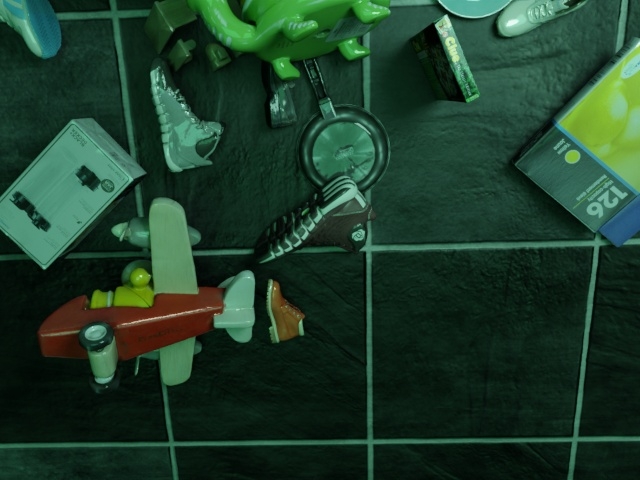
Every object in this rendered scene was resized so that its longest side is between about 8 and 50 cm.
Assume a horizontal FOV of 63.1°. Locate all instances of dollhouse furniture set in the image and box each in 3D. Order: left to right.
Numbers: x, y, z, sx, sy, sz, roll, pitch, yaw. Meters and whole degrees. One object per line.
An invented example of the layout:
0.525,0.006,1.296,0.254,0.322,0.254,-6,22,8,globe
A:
-0.236,-0.404,1.034,0.151,0.123,0.144,-36,105,-25,dollhouse furniture set

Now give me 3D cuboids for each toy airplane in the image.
-0.323,0.125,1.092,0.386,0.272,0.384,-47,137,4,toy airplane

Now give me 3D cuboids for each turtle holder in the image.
-0.050,-0.428,0.918,0.320,0.243,0.228,-19,90,12,turtle holder

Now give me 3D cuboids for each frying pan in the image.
0.049,-0.243,1.064,0.197,0.053,0.326,1,109,1,frying pan

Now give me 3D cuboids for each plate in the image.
0.295,-0.520,0.986,0.188,0.024,0.188,0,105,1,plate

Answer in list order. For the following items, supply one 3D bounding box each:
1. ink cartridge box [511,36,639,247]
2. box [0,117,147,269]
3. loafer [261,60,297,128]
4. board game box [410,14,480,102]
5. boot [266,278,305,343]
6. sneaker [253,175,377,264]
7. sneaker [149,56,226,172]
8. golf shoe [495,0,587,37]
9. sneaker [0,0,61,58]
0.597,-0.168,1.014,0.307,0.072,0.304,38,116,-3,ink cartridge box
-0.533,-0.098,1.098,0.290,0.087,0.169,-42,101,12,box
-0.082,-0.312,1.045,0.061,0.062,0.170,-9,110,-19,loafer
0.214,-0.313,0.925,0.030,0.260,0.136,-28,104,9,board game box
-0.080,0.154,1.176,0.084,0.059,0.158,-8,114,1,boot
0.000,0.000,1.107,0.281,0.106,0.162,-34,123,25,sneaker
-0.260,-0.255,1.056,0.132,0.086,0.229,-5,116,-2,sneaker
0.418,-0.438,0.975,0.176,0.086,0.069,-24,106,10,golf shoe
-0.588,-0.453,1.007,0.092,0.087,0.229,-25,97,15,sneaker
